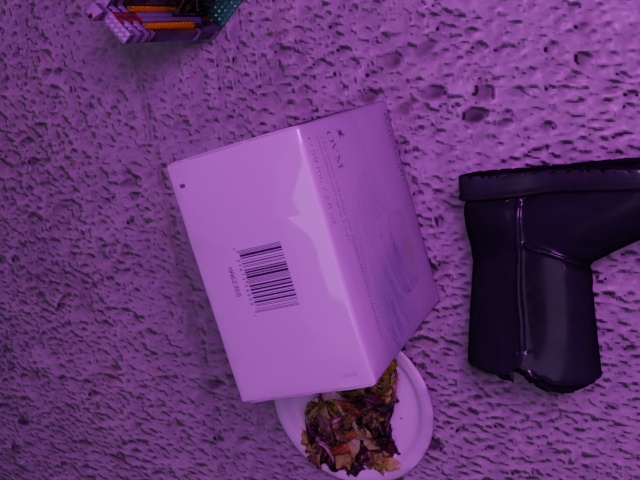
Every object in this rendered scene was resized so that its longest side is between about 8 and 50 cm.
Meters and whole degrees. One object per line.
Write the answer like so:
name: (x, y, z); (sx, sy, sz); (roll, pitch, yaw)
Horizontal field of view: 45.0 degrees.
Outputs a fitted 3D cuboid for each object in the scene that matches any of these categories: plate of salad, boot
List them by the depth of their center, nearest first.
boot: (0.246, 0.032, 0.708); (0.246, 0.094, 0.207); (-2, 101, 32)
plate of salad: (0.030, 0.193, 0.883); (0.199, 0.048, 0.200); (7, 108, 22)

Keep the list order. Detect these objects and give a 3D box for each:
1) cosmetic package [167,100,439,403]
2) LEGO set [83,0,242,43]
cosmetic package: (0.000, 0.000, 0.740); (0.138, 0.224, 0.224); (-13, 100, 25)
LEGO set: (-0.147, -0.343, 0.725); (0.331, 0.192, 0.255); (-36, 89, 28)
